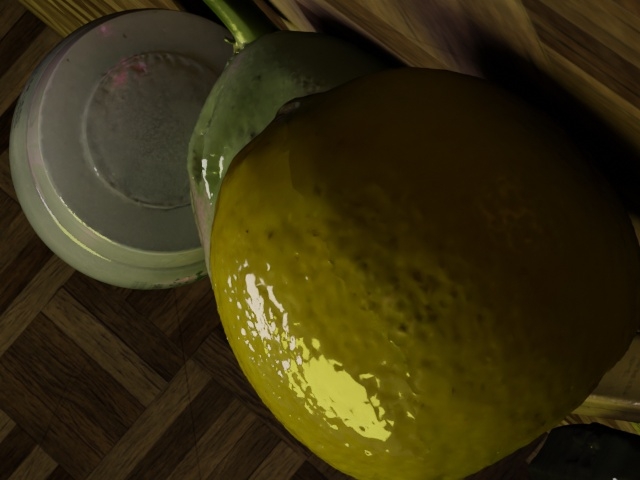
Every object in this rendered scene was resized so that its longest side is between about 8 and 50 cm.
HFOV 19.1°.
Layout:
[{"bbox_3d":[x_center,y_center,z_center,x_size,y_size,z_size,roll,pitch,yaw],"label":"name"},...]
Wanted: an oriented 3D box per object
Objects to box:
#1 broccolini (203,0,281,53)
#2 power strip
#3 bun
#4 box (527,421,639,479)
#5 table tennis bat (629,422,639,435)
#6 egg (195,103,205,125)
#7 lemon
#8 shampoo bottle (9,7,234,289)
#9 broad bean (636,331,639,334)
[{"bbox_3d":[-0.167,-0.253,1.400,0.392,0.074,0.079,44,-178,-32],"label":"broccolini"},{"bbox_3d":[0.193,0.102,1.498,0.044,0.064,0.305,37,162,-29],"label":"power strip"},{"bbox_3d":[0.000,0.000,1.386,0.293,0.187,0.293,44,156,25],"label":"bun"},{"bbox_3d":[0.346,0.243,1.471,0.359,0.091,0.350,27,174,-3],"label":"box"},{"bbox_3d":[0.295,0.147,1.751,0.414,0.051,0.268,35,174,36],"label":"table tennis bat"},{"bbox_3d":[-0.035,-0.074,1.629,0.151,0.151,0.209,42,-176,-26],"label":"egg"},{"bbox_3d":[0.049,0.007,1.086,0.219,0.240,0.240,53,174,-12],"label":"lemon"},{"bbox_3d":[-0.164,-0.089,1.844,0.273,0.273,0.266,41,171,-6],"label":"shampoo bottle"},{"bbox_3d":[0.210,0.077,1.560,0.227,0.039,0.069,17,131,48],"label":"broad bean"}]
